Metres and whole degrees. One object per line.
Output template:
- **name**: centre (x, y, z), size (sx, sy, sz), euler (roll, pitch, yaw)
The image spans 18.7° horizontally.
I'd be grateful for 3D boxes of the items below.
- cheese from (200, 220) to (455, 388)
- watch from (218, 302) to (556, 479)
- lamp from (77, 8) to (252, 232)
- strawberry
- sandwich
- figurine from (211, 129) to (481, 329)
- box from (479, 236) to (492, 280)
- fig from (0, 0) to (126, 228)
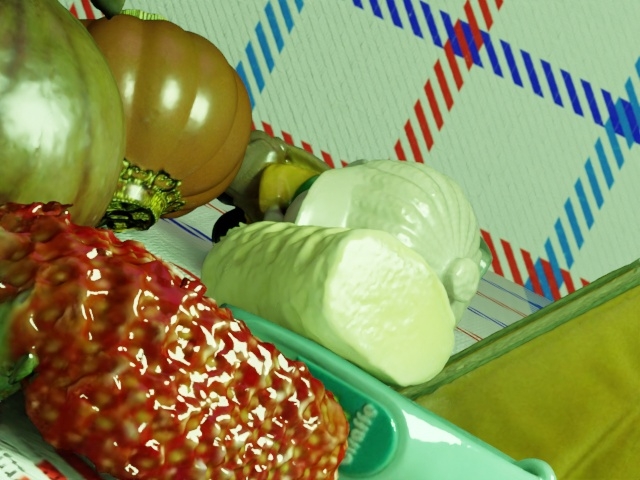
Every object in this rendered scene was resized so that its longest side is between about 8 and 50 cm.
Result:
- **cheese**: centre (0.001, 0.044, 1.325), size (0.123, 0.094, 0.167), euler (50, -24, -26)
- **watch**: centre (0.024, 0.113, 1.160), size (0.237, 0.068, 0.195), euler (26, -3, 25)
- **lamp**: centre (-0.171, -0.106, 1.728), size (0.223, 0.196, 0.223), euler (3, -27, 2)
- **strawberry**: centre (-0.097, 0.052, 0.977), size (0.286, 0.106, 0.188), euler (23, 8, -36)
- **sandwich**: centre (0.168, 0.097, 1.312), size (0.227, 0.198, 0.155), euler (27, 5, 3)
- **figurine**: centre (0.024, -0.009, 1.799), size (0.204, 0.185, 0.332), euler (-11, 20, -12)
- **box**: centre (0.102, 0.019, 2.126), size (0.129, 0.148, 0.210), euler (34, 7, -4)
- **fig**: centre (-0.234, -0.083, 1.191), size (0.235, 0.214, 0.235), euler (3, 18, -1)
